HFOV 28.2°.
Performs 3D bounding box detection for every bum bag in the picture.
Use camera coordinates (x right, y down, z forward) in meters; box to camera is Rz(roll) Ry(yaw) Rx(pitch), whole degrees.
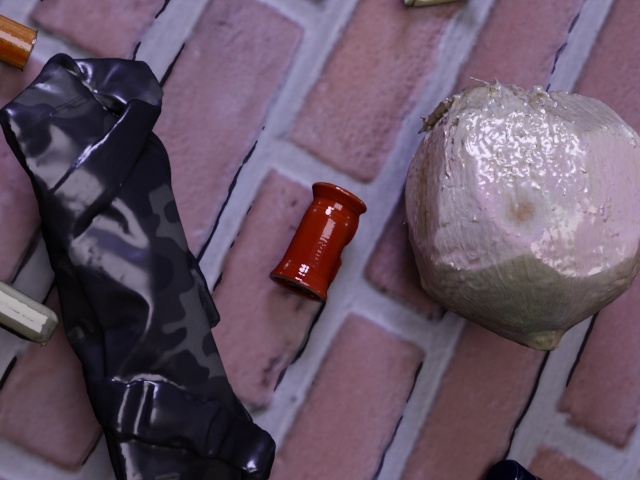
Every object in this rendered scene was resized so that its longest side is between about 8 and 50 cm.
[{"bbox_3d":[-0.125,0.037,0.862,0.144,0.095,0.340,-24,99,-52],"label":"bum bag"}]

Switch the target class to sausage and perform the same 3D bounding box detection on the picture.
[{"bbox_3d":[-0.246,-0.150,0.860,0.107,0.031,0.031,23,79,-18],"label":"sausage"}]

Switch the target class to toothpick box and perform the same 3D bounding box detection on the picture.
[{"bbox_3d":[0.000,0.000,0.945,0.047,0.047,0.083,30,76,-19],"label":"toothpick box"}]

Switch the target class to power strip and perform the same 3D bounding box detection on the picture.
[{"bbox_3d":[-0.249,0.016,0.824,0.169,0.076,0.028,33,78,-19],"label":"power strip"}]

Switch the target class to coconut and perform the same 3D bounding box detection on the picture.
[{"bbox_3d":[0.154,-0.012,0.942,0.194,0.194,0.194,1,87,-23],"label":"coconut"}]

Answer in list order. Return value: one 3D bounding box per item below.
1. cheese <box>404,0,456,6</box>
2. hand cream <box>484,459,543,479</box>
[{"bbox_3d":[0.085,-0.213,0.996,0.084,0.041,0.060,-20,103,-38],"label":"cheese"},{"bbox_3d":[0.195,0.234,1.023,0.163,0.039,0.062,43,70,-21],"label":"hand cream"}]
